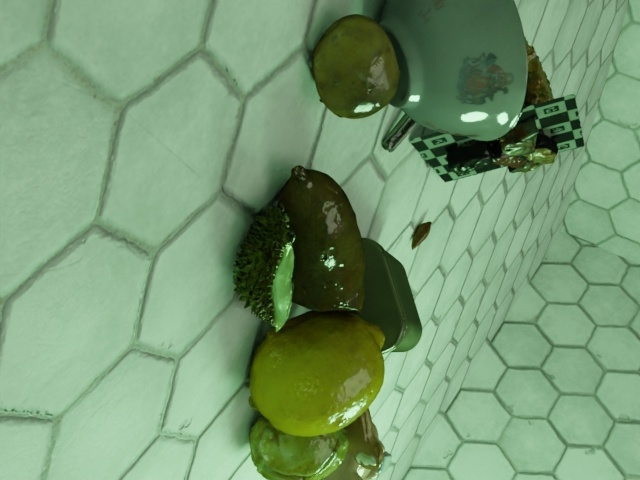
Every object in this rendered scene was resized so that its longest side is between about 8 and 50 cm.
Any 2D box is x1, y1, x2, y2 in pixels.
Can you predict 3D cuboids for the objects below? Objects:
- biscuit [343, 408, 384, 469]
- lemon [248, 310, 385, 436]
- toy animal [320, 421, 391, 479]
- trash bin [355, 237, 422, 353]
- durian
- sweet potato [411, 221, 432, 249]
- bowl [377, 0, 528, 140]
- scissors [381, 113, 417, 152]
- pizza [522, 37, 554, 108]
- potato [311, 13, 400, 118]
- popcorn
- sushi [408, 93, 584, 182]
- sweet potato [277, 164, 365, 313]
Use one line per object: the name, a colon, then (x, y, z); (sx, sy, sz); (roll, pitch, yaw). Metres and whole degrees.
biscuit: (0.039, 0.318, 1.764); (0.047, 0.216, 0.340); (-18, 109, -37)
lemon: (-0.002, 0.245, 1.544); (0.288, 0.233, 0.234); (-31, 148, -12)
toy animal: (0.064, 0.500, 1.989); (0.256, 0.212, 0.195); (34, 72, -63)
trash bin: (0.131, 0.128, 1.762); (0.247, 0.121, 0.243); (26, 47, -69)
durian: (-0.095, 0.036, 1.321); (0.095, 0.137, 0.221); (-4, 130, -25)
sweet potato: (0.258, -0.015, 2.106); (0.095, 0.034, 0.034); (-56, 156, -21)
bowl: (0.180, -0.309, 1.367); (0.157, 0.345, 0.346); (-20, 139, -19)
scissors: (0.222, -0.294, 1.696); (0.289, 0.041, 0.138); (-49, -166, -11)
pizza: (0.430, -0.322, 1.996); (0.087, 0.268, 0.258); (-20, 89, -53)
potato: (0.056, -0.266, 1.293); (0.137, 0.137, 0.176); (-57, 153, -17)
popcorn: (-0.048, 0.415, 1.696); (0.204, 0.184, 0.221); (-21, 142, -2)
sushi: (0.420, -0.195, 1.878); (0.343, 0.359, 0.064); (30, 49, -65)
sweet potato: (0.000, 0.000, 1.420); (0.158, 0.157, 0.370); (-45, 146, -38)
